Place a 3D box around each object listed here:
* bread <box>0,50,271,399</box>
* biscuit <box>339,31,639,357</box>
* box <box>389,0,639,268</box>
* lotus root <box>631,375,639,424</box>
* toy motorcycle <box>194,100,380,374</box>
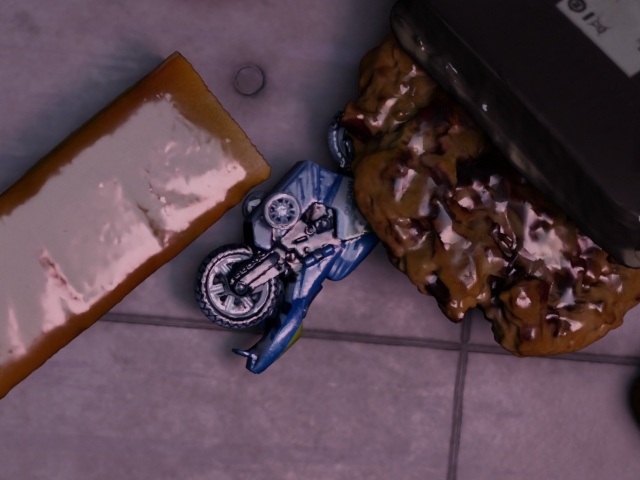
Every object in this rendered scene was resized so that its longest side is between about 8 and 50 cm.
[{"bbox_3d":[-0.223,0.002,1.705,0.361,0.077,0.138,-40,100,-10],"label":"bread"},{"bbox_3d":[0.170,-0.062,1.749,0.289,0.081,0.334,-25,83,-30],"label":"biscuit"},{"bbox_3d":[0.283,-0.177,1.728,0.359,0.091,0.350,-31,69,-28],"label":"box"},{"bbox_3d":[0.353,0.150,1.848,0.112,0.081,0.122,37,82,-13],"label":"lotus root"},{"bbox_3d":[0.000,0.000,1.753,0.135,0.092,0.254,45,79,-11],"label":"toy motorcycle"}]
